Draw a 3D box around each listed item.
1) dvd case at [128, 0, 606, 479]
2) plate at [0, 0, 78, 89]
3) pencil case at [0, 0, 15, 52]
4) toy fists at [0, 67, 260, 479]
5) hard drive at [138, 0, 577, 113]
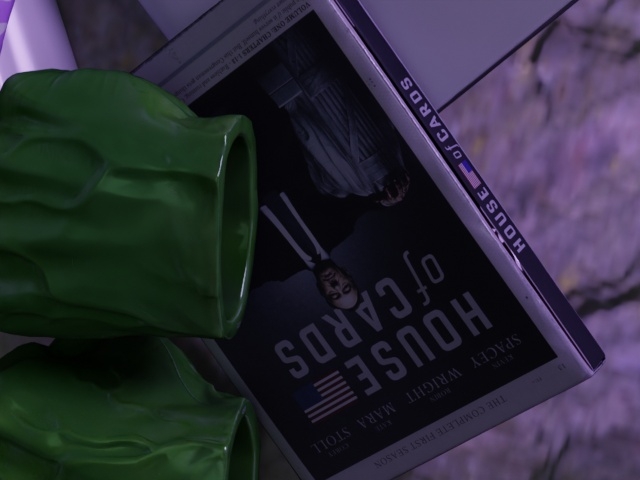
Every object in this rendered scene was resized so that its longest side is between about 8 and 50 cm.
[{"bbox_3d":[0.000,0.000,0.815,0.179,0.029,0.239,-33,94,35],"label":"dvd case"},{"bbox_3d":[-0.263,-0.068,0.886,0.277,0.045,0.278,-17,92,11],"label":"plate"},{"bbox_3d":[-0.196,-0.101,0.805,0.086,0.088,0.206,17,99,8],"label":"pencil case"},{"bbox_3d":[-0.104,0.049,0.819,0.142,0.096,0.279,6,117,10],"label":"toy fists"},{"bbox_3d":[-0.031,-0.216,0.796,0.233,0.047,0.353,-38,88,32],"label":"hard drive"}]
